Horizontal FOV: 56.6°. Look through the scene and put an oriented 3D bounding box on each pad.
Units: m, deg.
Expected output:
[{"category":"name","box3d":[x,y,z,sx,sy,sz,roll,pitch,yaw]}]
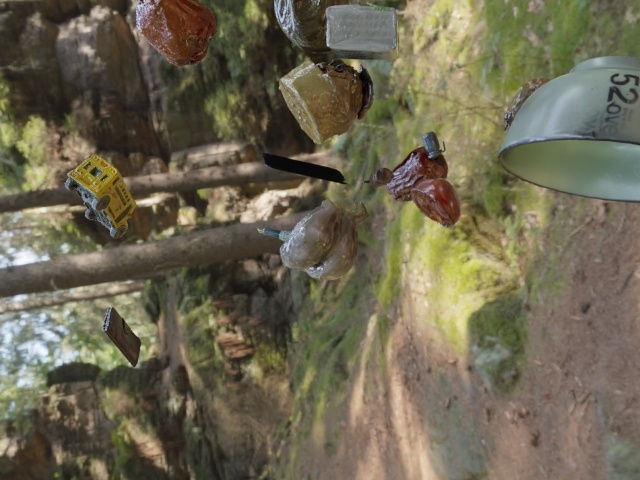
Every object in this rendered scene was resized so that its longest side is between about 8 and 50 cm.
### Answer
[{"category":"pad","box3d":[-0.050,-0.227,1.870,0.181,0.267,0.004,-114,38,-65]}]

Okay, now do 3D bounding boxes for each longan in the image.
[{"category":"longan","box3d":[-0.027,-0.851,2.154,0.288,0.289,0.350,-100,-2,-89]}]

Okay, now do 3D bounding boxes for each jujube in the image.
[{"category":"jujube","box3d":[0.330,-0.226,2.064,0.230,0.155,0.155,-32,58,43]}]

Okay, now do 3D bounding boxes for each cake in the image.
[{"category":"cake","box3d":[0.043,-0.589,2.374,0.332,0.321,0.332,56,174,9]}]

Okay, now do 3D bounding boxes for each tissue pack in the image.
[{"category":"tissue pack","box3d":[0.106,-0.507,1.396,0.229,0.159,0.145,-54,-33,-75]}]

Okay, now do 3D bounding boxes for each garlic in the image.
[{"category":"garlic","box3d":[0.000,0.000,1.637,0.210,0.292,0.237,32,-168,-20]}]

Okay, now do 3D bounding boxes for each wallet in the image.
[{"category":"wallet","box3d":[-0.463,0.225,1.391,0.082,0.018,0.156,-95,-9,-46]}]

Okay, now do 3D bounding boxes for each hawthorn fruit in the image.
[{"category":"hawthorn fruit","box3d":[-0.328,-0.485,1.358,0.173,0.179,0.173,-4,84,47]}]

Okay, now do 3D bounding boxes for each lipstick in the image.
[{"category":"lipstick","box3d":[-0.148,-0.021,1.912,0.037,0.116,0.037,11,-90,-79]}]

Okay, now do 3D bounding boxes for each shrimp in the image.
[{"category":"shrimp","box3d":[0.537,-0.351,1.544,0.101,0.190,0.042,36,171,34]}]

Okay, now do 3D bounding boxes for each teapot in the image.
[{"category":"teapot","box3d":[0.371,-0.316,1.959,0.049,0.064,0.083,-14,96,50]}]

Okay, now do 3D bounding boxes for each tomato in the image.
[{"category":"tomato","box3d":[0.324,-0.111,1.594,0.139,0.091,0.159,49,173,-24]}]

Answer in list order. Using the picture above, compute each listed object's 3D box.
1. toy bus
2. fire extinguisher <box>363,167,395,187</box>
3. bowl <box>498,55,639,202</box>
[{"category":"toy bus","box3d":[-0.728,-0.143,2.020,0.152,0.144,0.330,-51,-11,-21]},{"category":"fire extinguisher","box3d":[0.160,-0.161,1.537,0.157,0.078,0.045,-176,78,-87]},{"category":"bowl","box3d":[0.513,-0.202,1.054,0.354,0.354,0.185,81,-157,-84]}]
